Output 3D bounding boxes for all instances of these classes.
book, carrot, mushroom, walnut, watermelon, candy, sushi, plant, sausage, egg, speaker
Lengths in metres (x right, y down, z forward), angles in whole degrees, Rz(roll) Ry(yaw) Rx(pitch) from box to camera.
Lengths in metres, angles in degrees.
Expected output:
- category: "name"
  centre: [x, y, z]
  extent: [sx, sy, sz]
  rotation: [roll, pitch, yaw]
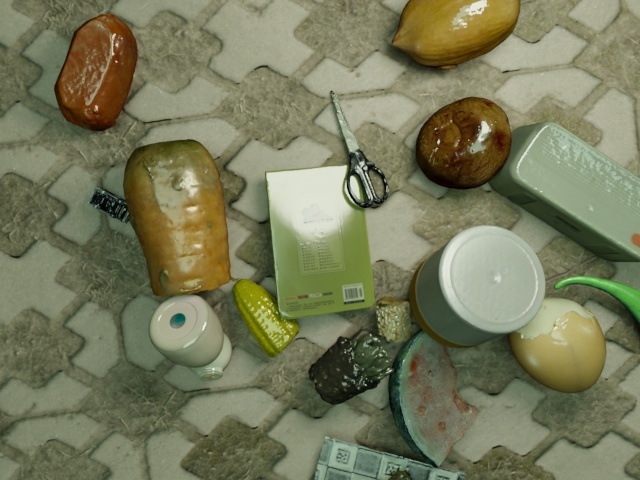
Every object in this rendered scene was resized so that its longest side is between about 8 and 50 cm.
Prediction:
- category: "book"
  centre: [0.000, 0.000, 1.470]
  extent: [0.239, 0.035, 0.352]
  rotation: [-6, 86, -12]
- category: "carrot"
  centre: [-0.323, -0.055, 1.414]
  extent: [0.224, 0.224, 0.341]
  rotation: [-10, 97, 1]
- category: "mushroom"
  centre: [0.318, -0.219, 1.403]
  extent: [0.231, 0.138, 0.194]
  rotation: [-40, 52, 30]
- category: "walnut"
  centre: [0.302, -0.503, 1.397]
  extent: [0.297, 0.203, 0.203]
  rotation: [-15, 92, 4]
- category: "watermelon"
  centre: [0.262, 0.370, 1.488]
  extent: [0.226, 0.148, 0.319]
  rotation: [3, 78, -17]
- category: "candy"
  centre: [-0.140, 0.176, 1.481]
  extent: [0.106, 0.094, 0.199]
  rotation: [-39, 89, -3]
- category: "sushi"
  centre: [0.139, 0.684, 1.516]
  extent: [0.359, 0.064, 0.343]
  rotation: [14, 89, 1]
- category: "plant"
  centre: [0.077, 0.297, 1.456]
  extent: [0.194, 0.132, 0.129]
  rotation: [-34, 65, 14]
- category: "sausage"
  centre: [-0.516, -0.391, 1.433]
  extent: [0.153, 0.141, 0.268]
  rotation: [20, 95, -1]
- category: "egg"
  centre: [0.551, 0.244, 1.425]
  extent: [0.201, 0.201, 0.244]
  rotation: [-33, 103, 2]
- category: "speaker"
  centre: [0.602, -0.107, 1.416]
  extent: [0.406, 0.184, 0.183]
  rotation: [33, 92, -1]
- category: "candy"
  centre: [0.177, 0.186, 1.475]
  extent: [0.085, 0.095, 0.110]
  rotation: [1, 92, 43]

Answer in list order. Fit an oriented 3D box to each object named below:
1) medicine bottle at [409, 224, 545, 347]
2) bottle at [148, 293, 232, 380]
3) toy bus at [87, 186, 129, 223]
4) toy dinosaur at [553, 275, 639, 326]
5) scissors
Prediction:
- category: "medicine bottle"
  centre: [0.342, 0.108, 1.374]
  extent: [0.237, 0.232, 0.238]
  rotation: [3, 73, -9]
- category: "bottle"
  centre: [-0.282, 0.237, 1.429]
  extent: [0.147, 0.236, 0.148]
  rotation: [-8, 55, 11]
- category: "toy bus"
  centre: [-0.499, -0.084, 1.489]
  extent: [0.102, 0.058, 0.052]
  rotation: [28, 93, 4]
- category: "toy dinosaur"
  centre: [0.800, 0.265, 1.489]
  extent: [0.499, 0.144, 0.375]
  rotation: [4, 108, 10]
- category: "scissors"
  centre: [0.080, -0.225, 1.486]
  extent: [0.109, 0.022, 0.300]
  rotation: [-18, 87, -25]
